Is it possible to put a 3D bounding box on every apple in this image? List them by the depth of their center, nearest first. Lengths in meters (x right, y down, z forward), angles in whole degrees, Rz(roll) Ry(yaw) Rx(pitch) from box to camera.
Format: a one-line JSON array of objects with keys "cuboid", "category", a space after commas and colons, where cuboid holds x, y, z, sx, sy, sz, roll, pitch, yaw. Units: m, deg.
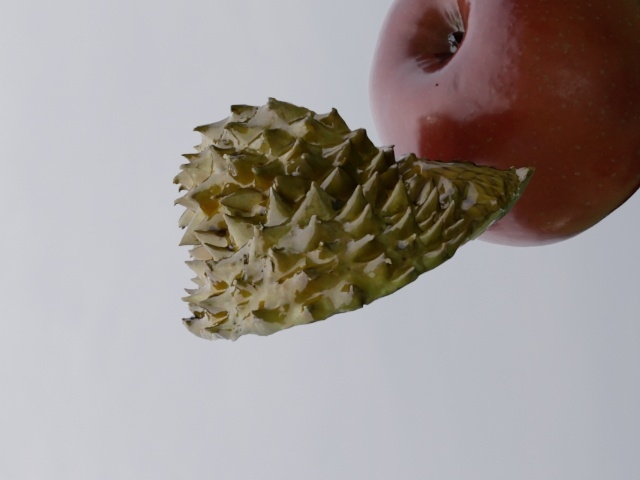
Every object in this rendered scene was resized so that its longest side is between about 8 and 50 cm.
[{"cuboid": [0.166, -0.131, 1.597, 0.216, 0.260, 0.260, 26, -123, -34], "category": "apple"}]

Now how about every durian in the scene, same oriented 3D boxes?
[{"cuboid": [-0.013, 0.007, 1.413, 0.195, 0.305, 0.185, -55, -51, -40], "category": "durian"}]
